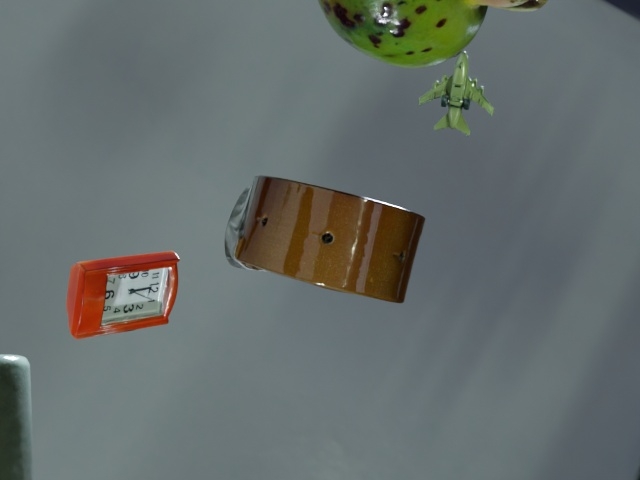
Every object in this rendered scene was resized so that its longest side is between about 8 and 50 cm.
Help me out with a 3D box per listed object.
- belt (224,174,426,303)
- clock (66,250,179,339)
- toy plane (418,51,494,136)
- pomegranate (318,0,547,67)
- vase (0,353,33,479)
[{"bbox_3d":[0.000,0.000,1.420,0.339,0.217,0.122,-166,-90,-75],"label":"belt"},{"bbox_3d":[-0.278,0.070,1.635,0.155,0.061,0.113,-6,121,-35],"label":"clock"},{"bbox_3d":[0.185,-0.199,1.561,0.040,0.102,0.111,-53,150,-75],"label":"toy plane"},{"bbox_3d":[0.109,-0.270,1.166,0.202,0.248,0.202,-12,105,-58],"label":"pomegranate"},{"bbox_3d":[-0.418,0.273,1.299,0.245,0.245,0.291,115,-25,-85],"label":"vase"}]
